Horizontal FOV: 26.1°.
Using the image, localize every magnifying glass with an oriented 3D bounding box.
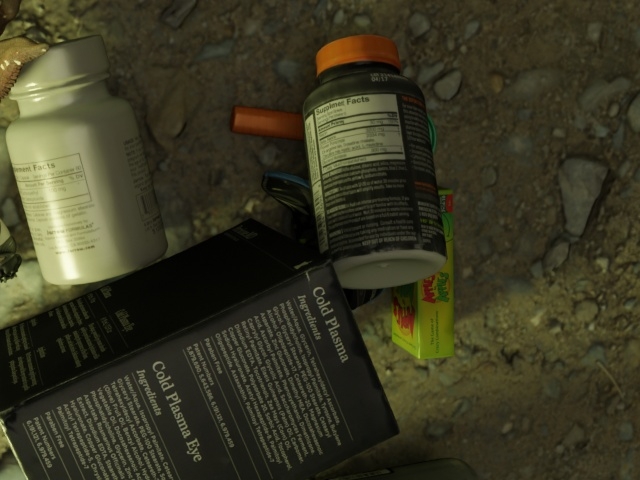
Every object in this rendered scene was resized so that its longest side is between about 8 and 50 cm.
[{"bbox_3d":[0.016,-0.118,1.492,0.231,0.026,0.092,6,97,-15],"label":"magnifying glass"}]

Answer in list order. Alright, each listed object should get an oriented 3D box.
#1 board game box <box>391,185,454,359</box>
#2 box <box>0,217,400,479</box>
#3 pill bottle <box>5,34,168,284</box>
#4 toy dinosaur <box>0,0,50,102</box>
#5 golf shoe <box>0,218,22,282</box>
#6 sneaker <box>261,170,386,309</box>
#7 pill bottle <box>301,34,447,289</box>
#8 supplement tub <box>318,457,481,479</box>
[{"bbox_3d":[0.110,0.030,1.505,0.043,0.092,0.181,-4,99,-16],"label":"board game box"},{"bbox_3d":[-0.137,0.135,1.322,0.312,0.343,0.179,-25,103,-10],"label":"box"},{"bbox_3d":[-0.240,-0.082,1.371,0.131,0.131,0.229,-15,102,-13],"label":"pill bottle"},{"bbox_3d":[-0.384,-0.163,1.293,0.295,0.127,0.200,13,98,8],"label":"toy dinosaur"},{"bbox_3d":[-0.405,0.027,1.381,0.198,0.077,0.094,-23,89,-15],"label":"golf shoe"},{"bbox_3d":[0.000,0.000,1.483,0.078,0.067,0.188,-44,110,-12],"label":"sneaker"},{"bbox_3d":[0.051,-0.083,1.405,0.130,0.130,0.246,-1,72,-15],"label":"pill bottle"},{"bbox_3d":[0.015,0.358,1.471,0.338,0.207,0.207,-8,101,-14],"label":"supplement tub"}]
